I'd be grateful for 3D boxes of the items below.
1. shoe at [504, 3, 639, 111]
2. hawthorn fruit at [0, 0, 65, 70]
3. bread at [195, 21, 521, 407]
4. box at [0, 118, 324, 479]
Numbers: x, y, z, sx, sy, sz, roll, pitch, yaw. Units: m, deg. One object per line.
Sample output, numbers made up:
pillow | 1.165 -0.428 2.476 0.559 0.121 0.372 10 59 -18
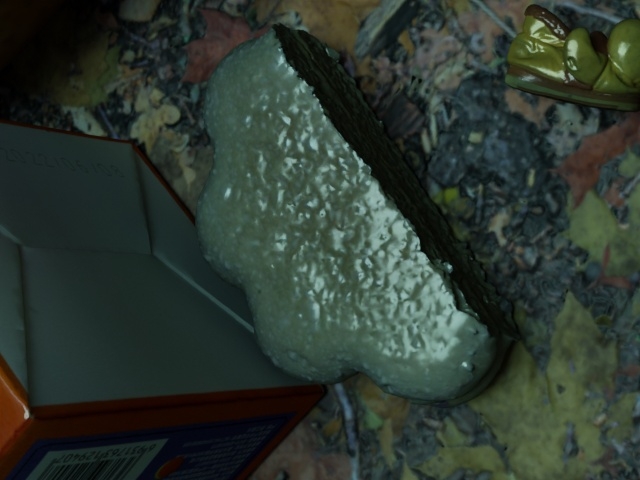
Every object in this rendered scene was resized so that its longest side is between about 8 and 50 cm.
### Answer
shoe | 0.188 -0.130 0.935 0.109 0.072 0.069 11 98 33
hawthorn fruit | -0.413 -0.325 1.117 0.472 0.472 0.471 -2 86 32
bread | 0.004 -0.001 1.031 0.183 0.102 0.337 -43 68 27
box | -0.248 0.095 1.036 0.318 0.349 0.257 49 112 24
